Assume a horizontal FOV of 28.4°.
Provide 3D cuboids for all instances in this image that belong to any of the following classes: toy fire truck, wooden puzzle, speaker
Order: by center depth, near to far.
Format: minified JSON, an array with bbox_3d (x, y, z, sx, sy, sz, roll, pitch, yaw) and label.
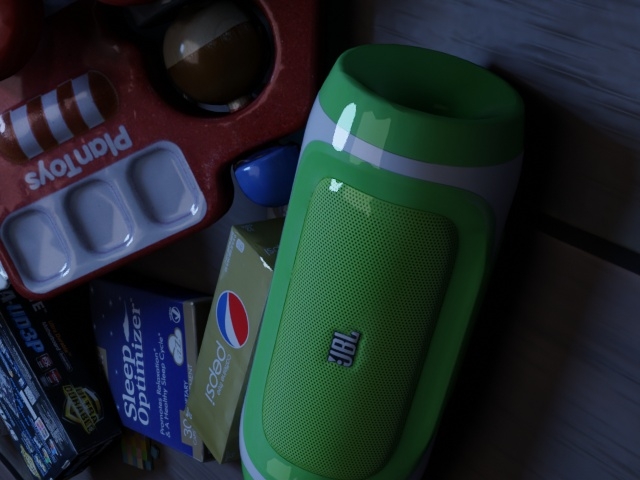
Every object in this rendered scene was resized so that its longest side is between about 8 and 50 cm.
[{"bbox_3d":[0.031,0.037,0.773,0.131,0.131,0.296,42,129,41],"label":"speaker"},{"bbox_3d":[-0.127,-0.119,0.879,0.302,0.169,0.253,-23,98,15],"label":"toy fire truck"},{"bbox_3d":[-0.175,0.188,1.190,0.083,0.006,0.049,3,100,54],"label":"wooden puzzle"}]

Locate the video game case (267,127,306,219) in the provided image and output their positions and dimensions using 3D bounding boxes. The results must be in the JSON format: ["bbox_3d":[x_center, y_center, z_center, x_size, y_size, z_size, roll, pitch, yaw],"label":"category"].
[{"bbox_3d":[0.000,0.000,0.901,0.119,0.015,0.166,21,114,50],"label":"video game case"}]

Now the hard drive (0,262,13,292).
[{"bbox_3d":[-0.366,-0.050,1.108,0.339,0.064,0.236,-14,96,47],"label":"hard drive"}]

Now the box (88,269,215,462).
[{"bbox_3d":[-0.154,0.103,1.120,0.225,0.037,0.136,10,106,54],"label":"box"}]

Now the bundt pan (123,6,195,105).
[{"bbox_3d":[-0.244,-0.161,1.107,0.331,0.124,0.330,18,113,50],"label":"bundt pan"}]

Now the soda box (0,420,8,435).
[{"bbox_3d":[-0.376,0.119,1.393,0.069,0.074,0.216,41,128,41],"label":"soda box"}]

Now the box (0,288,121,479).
[{"bbox_3d":[-0.282,0.121,1.212,0.220,0.051,0.175,59,149,9],"label":"box"}]

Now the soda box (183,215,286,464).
[{"bbox_3d":[-0.044,0.073,0.911,0.058,0.061,0.181,45,132,37],"label":"soda box"}]
